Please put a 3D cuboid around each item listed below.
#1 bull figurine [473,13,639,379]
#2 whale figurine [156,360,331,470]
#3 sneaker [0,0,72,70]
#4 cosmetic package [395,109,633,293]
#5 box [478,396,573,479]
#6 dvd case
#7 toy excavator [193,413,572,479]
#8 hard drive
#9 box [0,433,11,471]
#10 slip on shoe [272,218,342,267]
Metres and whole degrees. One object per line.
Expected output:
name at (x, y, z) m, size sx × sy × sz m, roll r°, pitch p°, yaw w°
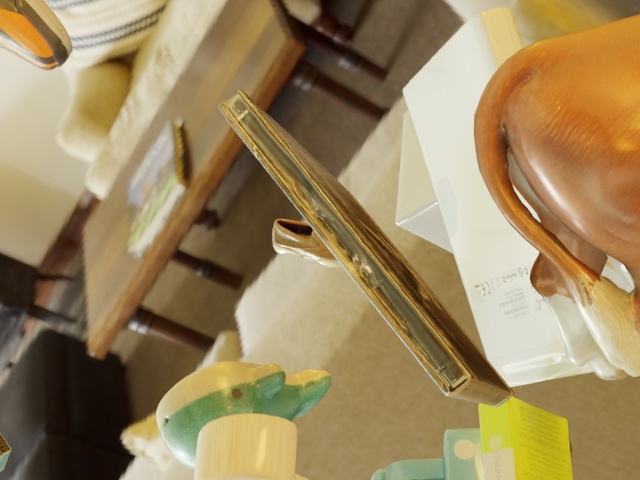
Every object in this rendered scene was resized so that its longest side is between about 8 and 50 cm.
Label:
bull figurine at (0.218, -0.046, 0.443) m, size 0.310 × 0.188 × 0.101 m, roll -15°, pitch 21°, yaw 4°
whale figurine at (-0.102, 0.259, 1.621) m, size 0.216 × 0.272 × 0.141 m, roll -46°, pitch 57°, yaw 42°
sneaker at (-0.407, -0.226, 1.055) m, size 0.180 × 0.321 × 0.124 m, roll -56°, pitch 9°, yaw -11°
cosmetic package at (0.348, -0.059, 1.794) m, size 0.161 × 0.453 × 0.230 m, roll -32°, pitch 41°, yaw 45°
box at (0.207, 0.251, 1.081) m, size 0.042 × 0.109 × 0.178 m, roll -22°, pitch 56°, yaw 37°
dvd case at (0.033, 0.016, 0.571) m, size 0.018 × 0.221 × 0.164 m, roll -40°, pitch 74°, yaw 5°
toy excavator at (0.098, 0.346, 1.390) m, size 0.445 × 0.433 × 0.222 m, roll -5°, pitch 56°, yaw 8°
hard drive at (0.188, -0.030, 1.140) m, size 0.233 × 0.047 × 0.353 m, roll 141°, pitch 113°, yaw -71°
box at (-0.483, 0.190, 1.334) m, size 0.244 × 0.100 × 0.060 m, roll 52°, pitch 141°, yaw 16°
slip on shoe at (0.000, 0.000, 1.419) m, size 0.135 × 0.041 × 0.051 m, roll 12°, pitch 36°, yaw 27°
